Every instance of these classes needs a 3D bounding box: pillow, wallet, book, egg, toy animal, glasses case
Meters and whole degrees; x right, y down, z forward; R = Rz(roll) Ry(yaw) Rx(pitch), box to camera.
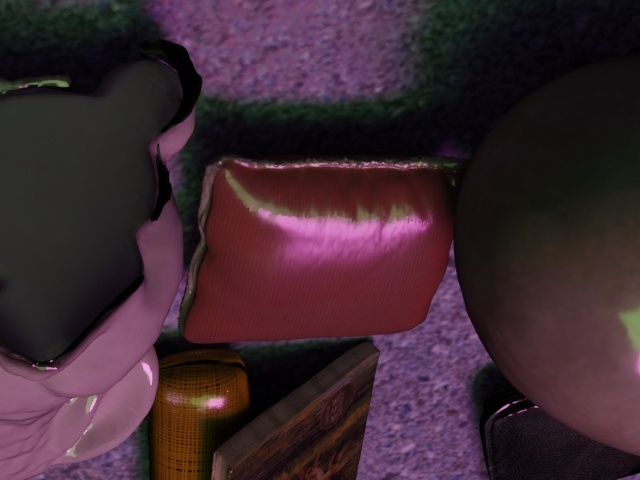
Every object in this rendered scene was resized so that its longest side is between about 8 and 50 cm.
[{"bbox_3d":[0.000,0.000,1.279,0.179,0.075,0.171,-2,137,-17],"label":"pillow"},{"bbox_3d":[0.278,0.122,1.530,0.318,0.045,0.172,-17,142,-1],"label":"wallet"},{"bbox_3d":[-0.025,0.190,1.463,0.160,0.024,0.228,-36,150,-34],"label":"book"},{"bbox_3d":[0.239,0.013,1.233,0.352,0.258,0.258,19,128,-39],"label":"egg"},{"bbox_3d":[-0.193,0.049,1.213,0.258,0.194,0.357,-27,161,-25],"label":"toy animal"},{"bbox_3d":[-0.087,0.164,1.442,0.079,0.064,0.234,-3,138,-6],"label":"glasses case"}]
